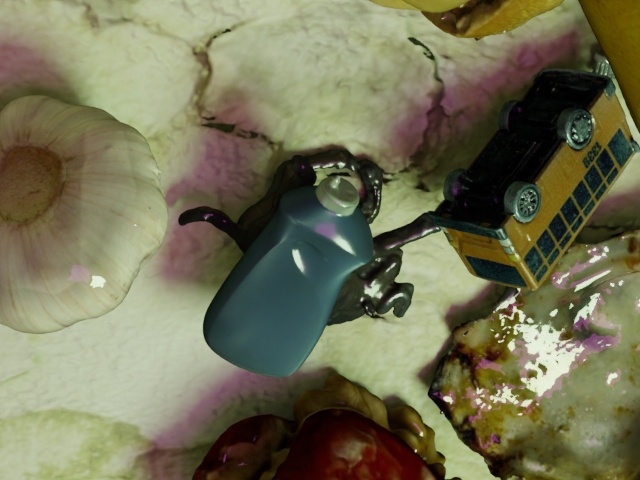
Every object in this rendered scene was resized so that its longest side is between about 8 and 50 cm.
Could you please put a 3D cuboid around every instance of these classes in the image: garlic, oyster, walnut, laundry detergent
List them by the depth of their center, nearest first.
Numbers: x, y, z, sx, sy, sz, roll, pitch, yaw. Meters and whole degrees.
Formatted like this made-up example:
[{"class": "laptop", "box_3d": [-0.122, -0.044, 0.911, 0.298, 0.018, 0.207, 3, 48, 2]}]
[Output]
[{"class": "garlic", "box_3d": [-0.199, 0.008, 1.447, 0.199, 0.199, 0.226, -30, 149, 0]}, {"class": "laundry detergent", "box_3d": [-0.020, 0.023, 1.489, 0.097, 0.061, 0.206, 23, 127, -11]}, {"class": "walnut", "box_3d": [0.033, 0.248, 1.642, 0.269, 0.222, 0.244, 48, 64, -25]}, {"class": "oyster", "box_3d": [0.273, 0.078, 1.663, 0.221, 0.096, 0.361, 41, 97, 2]}]

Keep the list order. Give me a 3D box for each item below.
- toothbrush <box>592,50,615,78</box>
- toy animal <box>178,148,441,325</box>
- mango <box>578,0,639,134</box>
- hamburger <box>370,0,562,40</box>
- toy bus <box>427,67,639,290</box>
[{"class": "toothbrush", "box_3d": [0.369, -0.159, 1.623, 0.276, 0.019, 0.025, -2, 125, -18]}, {"class": "toy animal", "box_3d": [0.000, 0.000, 1.550, 0.233, 0.084, 0.148, 22, 111, -32]}, {"class": "mango", "box_3d": [0.327, -0.224, 1.456, 0.264, 0.221, 0.378, -26, 132, -15]}, {"class": "hamburger", "box_3d": [0.142, -0.297, 1.299, 0.158, 0.318, 0.318, 31, 105, -31]}, {"class": "toy bus", "box_3d": [0.189, -0.053, 1.541, 0.182, 0.091, 0.103, -52, 128, -21]}]
